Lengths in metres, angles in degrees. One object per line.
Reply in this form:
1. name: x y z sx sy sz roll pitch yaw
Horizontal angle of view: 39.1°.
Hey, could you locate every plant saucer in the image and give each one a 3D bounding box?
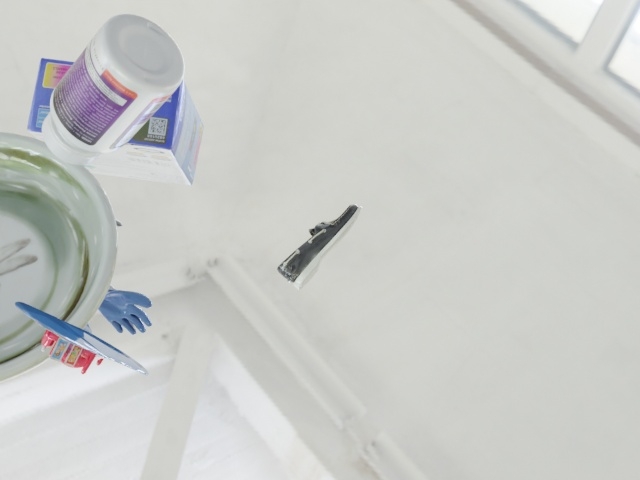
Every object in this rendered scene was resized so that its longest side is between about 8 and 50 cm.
1. plant saucer: -0.481 0.033 1.252 0.400 0.100 0.401 3 -121 -4

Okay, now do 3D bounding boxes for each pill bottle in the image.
1. pill bottle: -0.255 -0.172 1.076 0.108 0.193 0.108 24 -131 -31

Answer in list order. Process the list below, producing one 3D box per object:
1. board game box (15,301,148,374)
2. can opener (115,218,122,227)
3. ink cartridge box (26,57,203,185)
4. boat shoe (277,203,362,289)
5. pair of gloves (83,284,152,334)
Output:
1. board game box: -0.278 0.124 1.021 0.133 0.033 0.168 23 171 44
2. can opener: -0.474 -0.038 1.828 0.073 0.059 0.186 39 -176 29
3. ink cartridge box: -0.385 -0.226 1.733 0.269 0.395 0.151 7 -96 0
4. boat shoe: 0.000 0.000 1.050 0.038 0.046 0.125 38 -102 9
5. pair of gloves: -0.392 0.127 1.564 0.198 0.159 0.023 -24 -140 13
